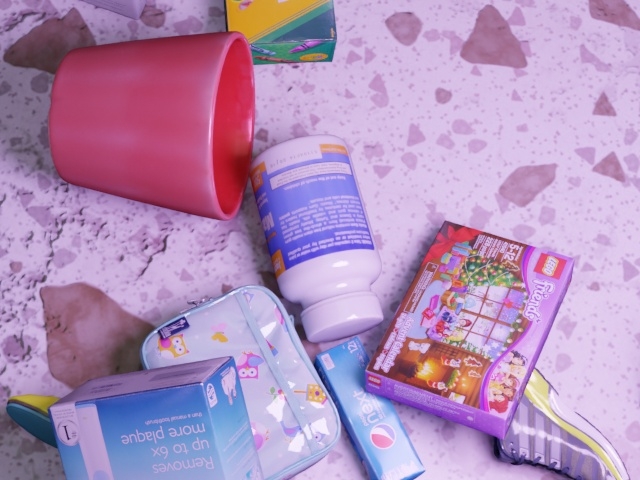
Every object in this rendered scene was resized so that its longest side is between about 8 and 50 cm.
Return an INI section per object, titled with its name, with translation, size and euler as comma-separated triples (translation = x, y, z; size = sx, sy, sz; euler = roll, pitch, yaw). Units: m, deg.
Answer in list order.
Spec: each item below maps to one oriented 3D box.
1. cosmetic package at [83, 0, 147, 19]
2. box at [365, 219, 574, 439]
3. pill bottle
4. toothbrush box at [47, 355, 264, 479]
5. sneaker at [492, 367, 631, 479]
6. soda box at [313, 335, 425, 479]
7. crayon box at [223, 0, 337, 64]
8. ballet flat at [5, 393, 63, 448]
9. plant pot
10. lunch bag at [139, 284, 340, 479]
[cosmetic package]
translation = -0.321, -0.457, 1.837
size = 0.151, 0.183, 0.151
euler = 20, 71, 1
[box]
translation = 0.211, 0.115, 1.697
size = 0.201, 0.057, 0.293
euler = 17, 53, 18
[pill bottle]
translation = 0.000, 0.000, 1.736
size = 0.152, 0.152, 0.272
euler = -12, 73, -9
[toothbrush box]
translation = -0.191, 0.315, 1.542
size = 0.216, 0.126, 0.295
euler = -10, 99, 17
[sneaker]
translation = 0.312, 0.285, 1.706
size = 0.121, 0.111, 0.300
euler = -42, 73, -9
[soda box]
translation = 0.066, 0.246, 1.704
size = 0.067, 0.071, 0.210
euler = -23, 76, -12
[crayon box]
translation = -0.071, -0.413, 1.898
size = 0.165, 0.081, 0.278
euler = -4, 73, -6
[ballet flat]
translation = -0.317, 0.264, 1.673
size = 0.231, 0.077, 0.077
euler = 32, 51, 3
[plant pot]
translation = -0.236, -0.167, 1.725
size = 0.243, 0.275, 0.275
euler = 4, 72, 8
[lunch bag]
translation = -0.109, 0.204, 1.683
size = 0.224, 0.108, 0.279
euler = -26, 77, -12
